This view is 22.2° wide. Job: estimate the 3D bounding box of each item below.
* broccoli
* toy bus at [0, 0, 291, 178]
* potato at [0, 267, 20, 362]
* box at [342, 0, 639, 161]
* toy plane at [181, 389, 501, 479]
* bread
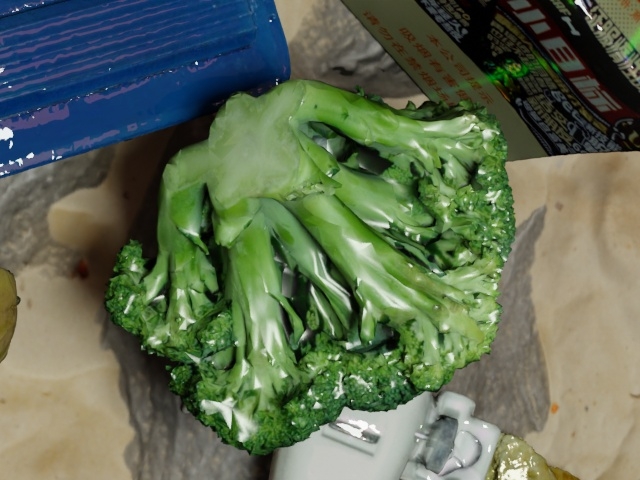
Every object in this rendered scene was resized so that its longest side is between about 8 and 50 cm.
[{"bbox_3d":[0.000,0.000,1.132,0.294,0.265,0.245,-44,138,5],"label":"broccoli"},{"bbox_3d":[-0.186,-0.126,1.154,0.288,0.175,0.138,-19,94,-22],"label":"toy bus"},{"bbox_3d":[-0.328,0.043,1.132,0.243,0.098,0.138,23,81,-20],"label":"potato"},{"bbox_3d":[0.158,-0.160,1.229,0.198,0.310,0.084,47,74,-15],"label":"box"},{"bbox_3d":[0.015,0.161,1.263,0.252,0.118,0.252,1,81,-6],"label":"toy plane"},{"bbox_3d":[0.170,0.247,1.362,0.154,0.054,0.136,35,78,-16],"label":"bread"}]
